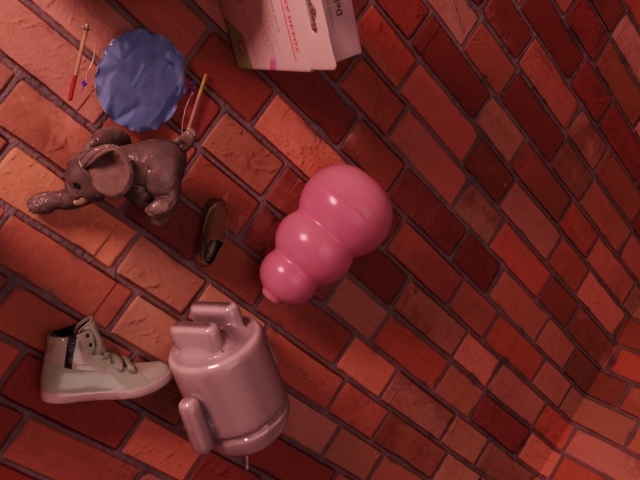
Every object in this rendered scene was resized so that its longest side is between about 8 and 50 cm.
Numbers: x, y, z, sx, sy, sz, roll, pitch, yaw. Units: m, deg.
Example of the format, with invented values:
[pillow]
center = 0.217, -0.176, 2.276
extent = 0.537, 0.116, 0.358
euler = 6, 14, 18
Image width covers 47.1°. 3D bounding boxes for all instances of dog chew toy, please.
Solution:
[dog chew toy]
center = 0.000, 0.000, 1.563
extent = 0.332, 0.206, 0.206
euler = -49, 124, -4

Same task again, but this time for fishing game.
[fishing game]
center = -0.332, -0.296, 1.351
extent = 0.264, 0.041, 0.189
euler = 9, 98, -43

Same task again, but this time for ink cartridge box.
[ink cartridge box]
center = -0.048, -0.417, 1.313
extent = 0.119, 0.353, 0.207
euler = -26, 116, -26

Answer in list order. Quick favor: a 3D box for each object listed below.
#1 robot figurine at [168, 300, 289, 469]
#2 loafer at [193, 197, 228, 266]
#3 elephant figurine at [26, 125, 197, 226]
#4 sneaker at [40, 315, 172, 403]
[robot figurine]
center = -0.182, 0.294, 1.508
extent = 0.300, 0.199, 0.354
euler = -45, 126, -46
[loafer]
center = -0.216, -0.013, 1.495
extent = 0.056, 0.050, 0.148
euler = 9, 98, -35
[elephant figurine]
center = -0.371, -0.122, 1.304
extent = 0.239, 0.169, 0.186
euler = 16, 71, -24
[sneaker]
center = -0.400, 0.221, 1.409
extent = 0.255, 0.094, 0.151
euler = -1, 100, -35
